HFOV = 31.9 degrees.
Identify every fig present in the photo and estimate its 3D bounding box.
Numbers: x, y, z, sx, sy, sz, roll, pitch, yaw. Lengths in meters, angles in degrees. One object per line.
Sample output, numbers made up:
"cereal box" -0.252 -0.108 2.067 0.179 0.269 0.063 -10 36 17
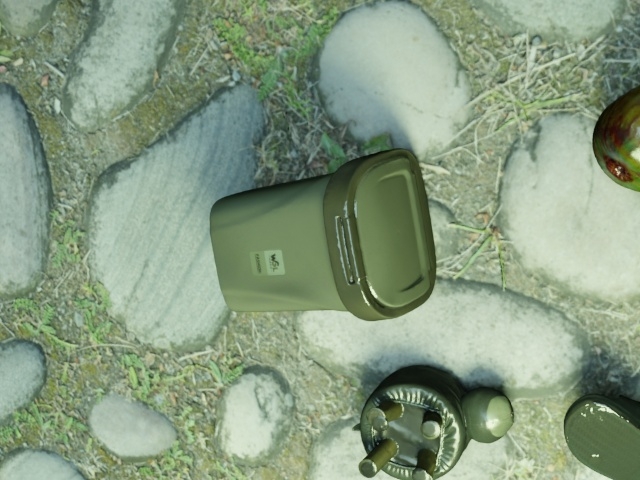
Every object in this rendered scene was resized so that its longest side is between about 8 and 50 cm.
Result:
"fig" 0.449 -0.175 1.414 0.149 0.149 0.245 40 82 8

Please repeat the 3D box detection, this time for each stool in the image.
"stool" 0.148 0.256 1.578 0.228 0.139 0.153 -35 89 24

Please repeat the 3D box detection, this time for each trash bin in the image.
"trash bin" 0.000 0.000 1.550 0.250 0.219 0.220 -6 96 27

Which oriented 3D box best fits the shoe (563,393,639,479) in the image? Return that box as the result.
"shoe" 0.430 0.271 1.519 0.241 0.093 0.108 34 128 -12
